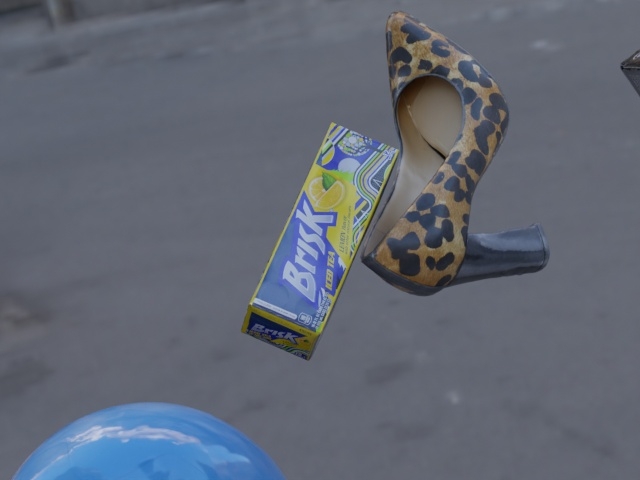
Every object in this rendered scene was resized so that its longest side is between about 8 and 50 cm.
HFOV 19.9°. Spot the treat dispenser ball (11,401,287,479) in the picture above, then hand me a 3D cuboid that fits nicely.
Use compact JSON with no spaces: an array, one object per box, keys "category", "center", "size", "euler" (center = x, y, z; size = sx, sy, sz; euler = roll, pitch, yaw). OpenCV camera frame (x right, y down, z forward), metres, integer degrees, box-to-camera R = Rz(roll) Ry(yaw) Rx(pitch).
[{"category":"treat dispenser ball","center":[-0.153,0.289,1.631],"size":[0.288,0.288,0.288],"euler":[-11,14,3]}]

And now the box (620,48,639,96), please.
[{"category":"box","center":[0.333,-0.040,1.235],"size":[0.103,0.261,0.184],"euler":[-36,8,3]}]

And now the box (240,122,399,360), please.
[{"category":"box","center":[0.000,0.000,1.359],"size":[0.059,0.054,0.169],"euler":[23,63,2]}]

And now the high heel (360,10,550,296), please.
[{"category":"high heel","center":[0.068,-0.079,1.470],"size":[0.186,0.261,0.093],"euler":[-6,-26,-42]}]
